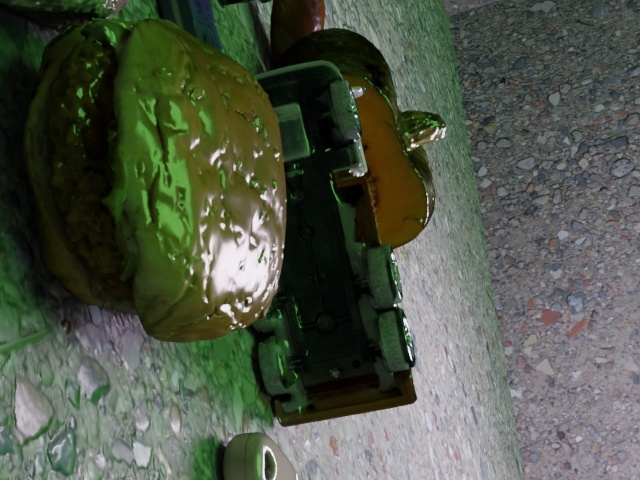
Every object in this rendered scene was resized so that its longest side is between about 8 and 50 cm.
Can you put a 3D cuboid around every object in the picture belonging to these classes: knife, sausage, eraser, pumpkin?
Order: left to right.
[{"bbox_3d":[-0.150,-0.261,1.169,0.082,0.036,0.225,3,72,-76],"label":"eraser"},{"bbox_3d":[-0.023,0.280,1.111,0.336,0.043,0.081,53,32,-58],"label":"knife"},{"bbox_3d":[-0.009,-0.237,1.513,0.076,0.102,0.302,-98,169,-64],"label":"sausage"},{"bbox_3d":[0.061,-0.136,1.445,0.139,0.221,0.317,-72,143,-61],"label":"pumpkin"}]

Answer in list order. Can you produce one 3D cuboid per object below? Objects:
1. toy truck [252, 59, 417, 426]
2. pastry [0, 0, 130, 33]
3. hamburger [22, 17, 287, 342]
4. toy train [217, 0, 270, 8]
[{"bbox_3d":[0.000,0.000,1.216,0.207,0.173,0.388,-14,92,-81],"label":"toy truck"},{"bbox_3d":[-0.207,-0.218,0.798,0.265,0.112,0.103,-17,105,-73],"label":"pastry"},{"bbox_3d":[-0.119,-0.047,0.845,0.283,0.144,0.260,4,85,-67],"label":"hamburger"},{"bbox_3d":[-0.025,-0.425,1.239,0.442,0.272,0.179,-100,166,-65],"label":"toy train"}]
